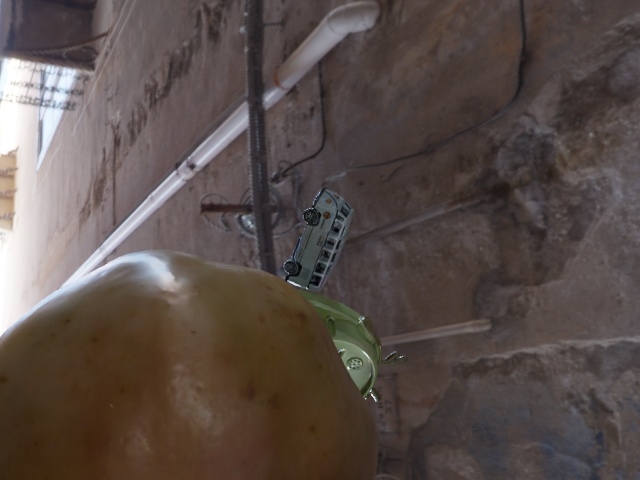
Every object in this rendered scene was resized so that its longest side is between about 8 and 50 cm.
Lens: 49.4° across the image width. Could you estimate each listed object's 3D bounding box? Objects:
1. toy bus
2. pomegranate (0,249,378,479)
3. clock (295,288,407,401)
[{"bbox_3d":[0.000,0.000,1.299,0.089,0.193,0.087,23,-156,5],"label":"toy bus"},{"bbox_3d":[-0.148,0.203,0.684,0.412,0.411,0.411,8,-107,-28],"label":"pomegranate"},{"bbox_3d":[0.013,0.233,1.345,0.308,0.235,0.096,21,-153,-18],"label":"clock"}]
